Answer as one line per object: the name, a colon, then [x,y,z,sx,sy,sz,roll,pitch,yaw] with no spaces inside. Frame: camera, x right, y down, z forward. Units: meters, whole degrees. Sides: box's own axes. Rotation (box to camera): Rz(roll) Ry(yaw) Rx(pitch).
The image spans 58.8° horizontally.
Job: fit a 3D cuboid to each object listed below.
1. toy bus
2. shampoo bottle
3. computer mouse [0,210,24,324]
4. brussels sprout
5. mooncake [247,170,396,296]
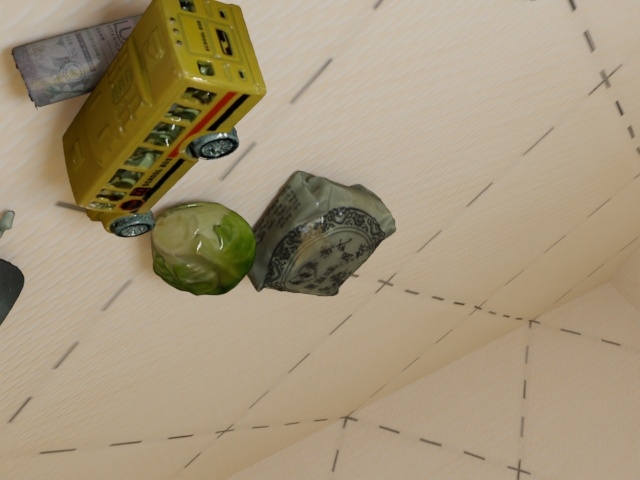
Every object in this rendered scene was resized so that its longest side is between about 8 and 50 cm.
toy bus: [-0.197,-0.118,0.635,0.123,0.121,0.335,-4,159,-46]
shampoo bottle: [-0.221,-0.210,0.630,0.214,0.072,0.072,-23,148,-17]
computer mouse: [-0.520,0.104,0.782,0.379,0.090,0.167,-46,148,17]
brussels sprout: [-0.186,0.013,0.912,0.161,0.144,0.181,5,159,3]
mooncake: [0.002,0.005,1.075,0.250,0.136,0.254,11,128,-45]
